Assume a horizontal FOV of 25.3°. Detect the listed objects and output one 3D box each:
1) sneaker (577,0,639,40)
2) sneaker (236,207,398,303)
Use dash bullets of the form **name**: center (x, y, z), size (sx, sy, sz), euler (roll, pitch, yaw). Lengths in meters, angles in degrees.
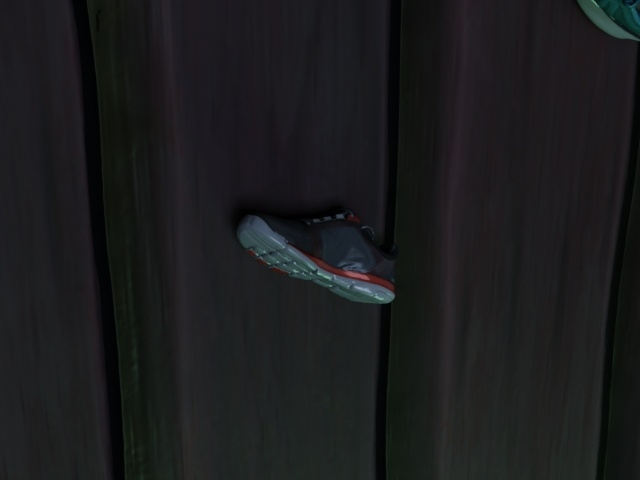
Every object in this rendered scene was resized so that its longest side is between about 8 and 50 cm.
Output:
- **sneaker**: center (0.224, -0.231, 1.108), size (0.275, 0.110, 0.107), euler (26, 101, -35)
- **sneaker**: center (0.000, 0.000, 1.151), size (0.158, 0.061, 0.065), euler (26, 74, -37)
